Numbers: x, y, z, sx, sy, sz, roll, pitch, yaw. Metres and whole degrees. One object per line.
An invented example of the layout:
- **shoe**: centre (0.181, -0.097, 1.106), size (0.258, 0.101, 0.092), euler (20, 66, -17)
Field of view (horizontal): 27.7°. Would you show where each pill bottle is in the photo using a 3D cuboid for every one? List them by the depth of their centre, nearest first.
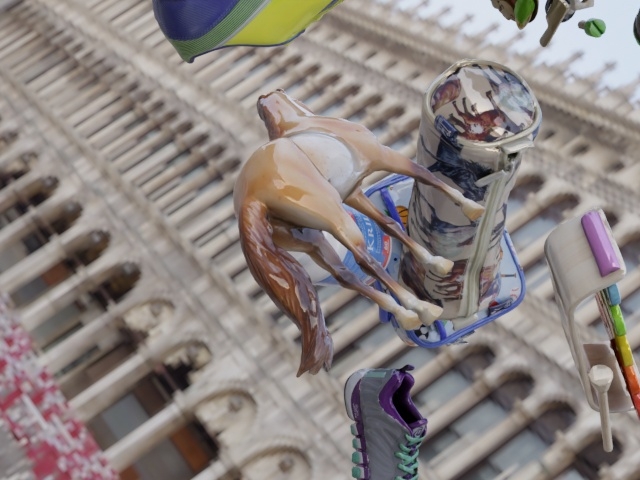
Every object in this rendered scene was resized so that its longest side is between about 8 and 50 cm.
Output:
- **pill bottle**: centre (0.000, 0.000, 1.772), size (0.124, 0.124, 0.221), euler (51, 18, 22)

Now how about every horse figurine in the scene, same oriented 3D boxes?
- **horse figurine**: centre (0.008, -0.021, 0.819), size (0.174, 0.066, 0.263), euler (36, 29, -1)

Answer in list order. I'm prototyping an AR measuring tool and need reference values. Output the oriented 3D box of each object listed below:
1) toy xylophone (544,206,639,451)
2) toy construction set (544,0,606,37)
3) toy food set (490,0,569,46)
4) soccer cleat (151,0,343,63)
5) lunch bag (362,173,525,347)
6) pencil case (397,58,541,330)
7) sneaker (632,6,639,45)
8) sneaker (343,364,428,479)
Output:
- **toy xylophone**: centre (0.358, 0.125, 1.644), size (0.323, 0.081, 0.236), euler (63, 12, -55)
- **toy construction set**: centre (0.464, -0.517, 2.225), size (0.257, 0.309, 0.237), euler (14, 12, -23)
- **toy food set**: centre (0.246, -0.345, 1.755), size (0.192, 0.038, 0.132), euler (51, -17, 14)
- **soccer cleat**: centre (-0.010, -0.239, 1.170), size (0.093, 0.289, 0.121), euler (-111, -173, -45)
- **lunch bag**: centre (0.188, 0.025, 2.135), size (0.303, 0.243, 0.115), euler (68, -14, -3)
- **pencil case**: centre (0.209, -0.054, 1.887), size (0.410, 0.160, 0.183), euler (94, -14, -48)
- **sneaker**: centre (0.651, -0.327, 1.813), size (0.483, 0.185, 0.202), euler (10, -15, 44)
- **sneaker**: centre (0.093, 0.265, 1.599), size (0.098, 0.083, 0.224), euler (-15, -95, 42)
